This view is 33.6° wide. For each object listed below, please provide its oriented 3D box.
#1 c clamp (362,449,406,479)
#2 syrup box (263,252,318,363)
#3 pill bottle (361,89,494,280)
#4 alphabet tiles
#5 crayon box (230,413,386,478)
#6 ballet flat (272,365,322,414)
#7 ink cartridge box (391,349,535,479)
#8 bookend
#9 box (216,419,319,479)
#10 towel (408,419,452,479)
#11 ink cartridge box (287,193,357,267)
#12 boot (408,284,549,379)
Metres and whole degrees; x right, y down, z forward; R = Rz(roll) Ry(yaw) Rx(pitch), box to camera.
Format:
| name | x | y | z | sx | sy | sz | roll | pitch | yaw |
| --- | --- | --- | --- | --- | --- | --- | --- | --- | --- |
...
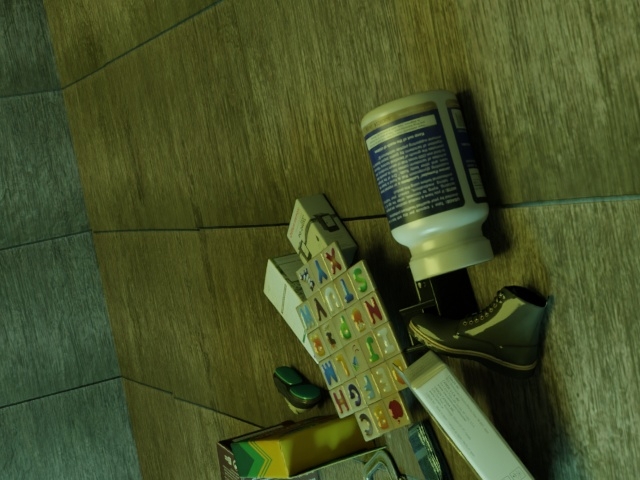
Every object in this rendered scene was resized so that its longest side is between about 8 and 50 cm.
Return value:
| name | x | y | z | sx | sy | sz | roll | pitch | yaw |
| --- | --- | --- | --- | --- | --- | --- | --- | --- | --- |
| c clamp | 0.127 | 0.481 | 2.065 | 0.137 | 0.022 | 0.160 | 67 | 151 | 19 |
| syrup box | -0.016 | 0.129 | 2.104 | 0.237 | 0.093 | 0.096 | 50 | 142 | 41 |
| pill bottle | 0.166 | -0.081 | 1.597 | 0.153 | 0.153 | 0.264 | -26 | 78 | 62 |
| alphabet tiles | 0.056 | 0.184 | 1.895 | 0.285 | 0.011 | 0.342 | -38 | 72 | 57 |
| crayon box | -0.029 | 0.414 | 2.141 | 0.318 | 0.202 | 0.081 | -23 | 81 | 62 |
| ballet flat | -0.047 | 0.333 | 2.283 | 0.203 | 0.074 | 0.074 | -151 | 53 | -63 |
| ink cartridge box | 0.234 | 0.301 | 1.620 | 0.296 | 0.066 | 0.261 | 53 | 179 | -3 |
| bookend | 0.179 | 0.099 | 1.740 | 0.156 | 0.072 | 0.157 | -26 | 78 | 63 |
| box | -0.102 | 0.619 | 2.385 | 0.143 | 0.191 | 0.381 | 15 | 114 | 61 |
| towel | 0.192 | 0.385 | 1.891 | 0.119 | 0.029 | 0.067 | 67 | 152 | 18 |
| ink cartridge box | 0.000 | 0.000 | 2.049 | 0.150 | 0.063 | 0.109 | 57 | 147 | 33 |
| boot | 0.238 | 0.110 | 1.577 | 0.198 | 0.077 | 0.137 | 17 | 119 | 13 |
